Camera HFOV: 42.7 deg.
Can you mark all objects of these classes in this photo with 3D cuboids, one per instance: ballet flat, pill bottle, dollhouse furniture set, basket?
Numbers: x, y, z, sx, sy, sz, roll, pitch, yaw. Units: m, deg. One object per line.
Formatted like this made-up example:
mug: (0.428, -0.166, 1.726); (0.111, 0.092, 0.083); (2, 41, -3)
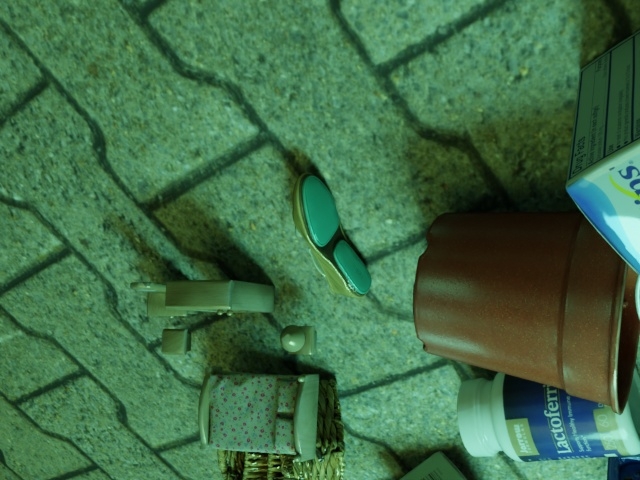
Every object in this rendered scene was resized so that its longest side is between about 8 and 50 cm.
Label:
ballet flat: (0.000, 0.000, 1.251); (0.073, 0.080, 0.232); (-2, 127, 41)
pill bottle: (0.357, 0.265, 1.276); (0.264, 0.153, 0.153); (-14, 122, 29)
dollhouse furniture set: (-0.175, 0.245, 1.319); (0.303, 0.173, 0.356); (-2, 82, 23)
basket: (-0.080, 0.416, 1.491); (0.222, 0.214, 0.299); (1, 132, -8)

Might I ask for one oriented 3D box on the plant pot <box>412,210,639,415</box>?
plant pot: (0.280, 0.072, 1.092); (0.265, 0.272, 0.273); (6, 130, 26)

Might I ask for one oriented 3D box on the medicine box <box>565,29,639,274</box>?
medicine box: (0.419, -0.143, 0.843); (0.149, 0.263, 0.289); (44, 129, -15)

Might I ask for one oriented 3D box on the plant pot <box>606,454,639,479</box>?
plant pot: (0.598, 0.494, 1.326); (0.235, 0.236, 0.212); (-6, 131, 25)

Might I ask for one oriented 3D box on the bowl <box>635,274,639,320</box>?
bowl: (0.548, 0.018, 0.994); (0.311, 0.163, 0.312); (11, 131, 13)

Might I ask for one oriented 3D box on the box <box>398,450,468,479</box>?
box: (0.239, 0.537, 1.523); (0.148, 0.127, 0.232); (-35, 117, -7)
